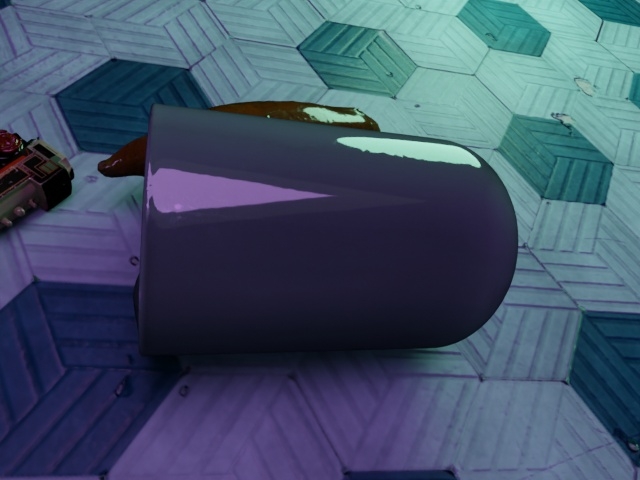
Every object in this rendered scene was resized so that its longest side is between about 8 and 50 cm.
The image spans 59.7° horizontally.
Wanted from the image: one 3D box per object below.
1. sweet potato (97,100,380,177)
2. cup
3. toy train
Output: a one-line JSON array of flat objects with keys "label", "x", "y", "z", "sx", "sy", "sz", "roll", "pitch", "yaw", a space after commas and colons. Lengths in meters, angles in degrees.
[{"label": "sweet potato", "x": -0.057, "y": -0.101, "z": 0.619, "sx": 0.359, "sy": 0.112, "sz": 0.112, "roll": -12, "pitch": 57, "yaw": -27}, {"label": "cup", "x": 0.000, "y": 0.000, "z": 0.498, "sx": 0.313, "sy": 0.205, "sz": 0.205, "roll": 4, "pitch": 52, "yaw": -16}, {"label": "toy train", "x": -0.315, "y": -0.049, "z": 0.542, "sx": 0.087, "sy": 0.050, "sz": 0.138, "roll": 34, "pitch": 52, "yaw": 6}]
